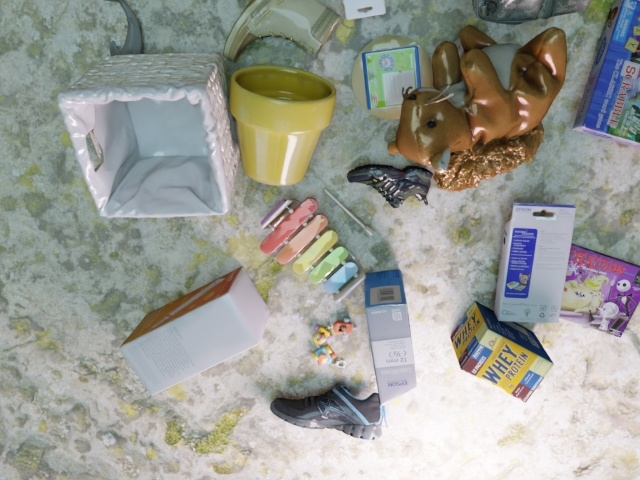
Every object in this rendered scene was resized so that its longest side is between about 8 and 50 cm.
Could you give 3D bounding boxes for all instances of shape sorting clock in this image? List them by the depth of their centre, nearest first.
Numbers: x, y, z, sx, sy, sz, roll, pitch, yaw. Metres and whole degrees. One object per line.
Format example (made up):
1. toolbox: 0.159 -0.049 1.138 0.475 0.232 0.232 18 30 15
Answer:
1. shape sorting clock: 0.181 -0.412 1.498 0.206 0.040 0.206 1 111 3

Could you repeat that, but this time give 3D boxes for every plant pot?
1. plant pot: -0.104 -0.279 1.466 0.253 0.254 0.239 11 123 0

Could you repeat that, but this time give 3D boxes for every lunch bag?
1. lunch bag: 0.431 -0.632 1.282 0.255 0.212 0.305 -9 65 7

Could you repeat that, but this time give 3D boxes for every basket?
1. basket: -0.374 -0.256 1.404 0.331 0.266 0.328 0 129 6

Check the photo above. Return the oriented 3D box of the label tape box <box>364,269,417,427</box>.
1. label tape box: 0.194 0.285 1.602 0.115 0.249 0.348 -9 106 7

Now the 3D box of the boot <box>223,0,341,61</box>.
1. boot: -0.097 -0.508 1.462 0.203 0.095 0.262 38 101 -9

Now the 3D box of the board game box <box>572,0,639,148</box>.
1. board game box: 0.816 -0.380 1.425 0.317 0.066 0.319 15 96 -1

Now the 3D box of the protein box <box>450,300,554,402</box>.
1. protein box: 0.487 0.298 1.614 0.201 0.200 0.136 28 106 -4

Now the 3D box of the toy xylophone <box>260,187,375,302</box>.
1. toy xylophone: 0.000 0.000 1.615 0.322 0.081 0.236 37 105 -8

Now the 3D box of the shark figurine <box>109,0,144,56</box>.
1. shark figurine: -0.494 -0.488 1.483 0.166 0.116 0.278 12 109 -1

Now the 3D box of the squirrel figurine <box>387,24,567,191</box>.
1. squirrel figurine: 0.348 -0.260 1.377 0.370 0.281 0.397 -40 133 -18

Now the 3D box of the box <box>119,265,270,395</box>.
1. box: -0.339 0.246 1.642 0.345 0.215 0.168 -27 103 10

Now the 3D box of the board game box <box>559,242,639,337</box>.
1. board game box: 0.705 0.121 1.628 0.346 0.056 0.208 17 103 -2

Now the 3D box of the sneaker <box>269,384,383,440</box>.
1. sneaker: 0.020 0.497 1.767 0.340 0.125 0.140 8 80 4

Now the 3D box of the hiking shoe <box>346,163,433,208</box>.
1. hiking shoe: 0.180 -0.140 1.558 0.226 0.086 0.114 3 104 2

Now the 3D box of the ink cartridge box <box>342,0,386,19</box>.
1. ink cartridge box: 0.098 -0.632 1.426 0.104 0.060 0.180 -7 106 5

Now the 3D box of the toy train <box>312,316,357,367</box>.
1. toy train: 0.037 0.303 1.724 0.125 0.046 0.166 8 107 2

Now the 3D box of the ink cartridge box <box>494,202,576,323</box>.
1. ink cartridge box: 0.563 0.056 1.562 0.165 0.065 0.333 4 108 3
